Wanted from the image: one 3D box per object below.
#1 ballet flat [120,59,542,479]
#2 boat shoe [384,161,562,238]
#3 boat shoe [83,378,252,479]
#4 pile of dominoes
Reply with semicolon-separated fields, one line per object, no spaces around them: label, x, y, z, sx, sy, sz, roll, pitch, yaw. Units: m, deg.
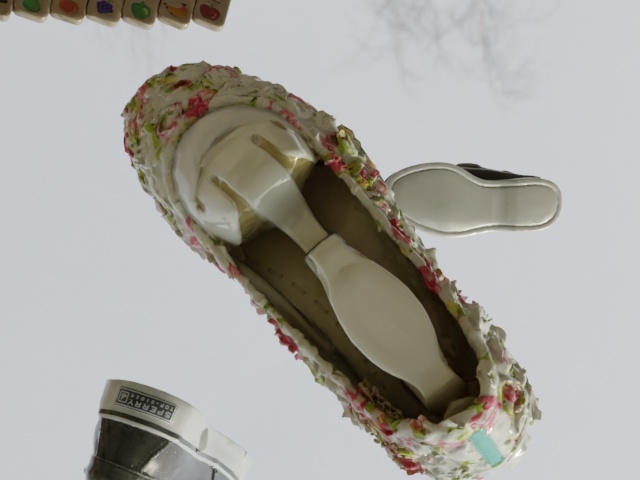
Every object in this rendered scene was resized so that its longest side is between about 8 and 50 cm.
ballet flat;0.000;0.000;0.674;0.091;0.077;0.241;-45;-108;-3
boat shoe;0.089;-0.027;1.003;0.125;0.046;0.038;-2;-170;-27
boat shoe;-0.097;0.136;0.959;0.078;0.219;0.070;17;-103;13
pile of dominoes;-0.189;-0.266;1.390;0.251;0.040;0.196;0;-126;-28
